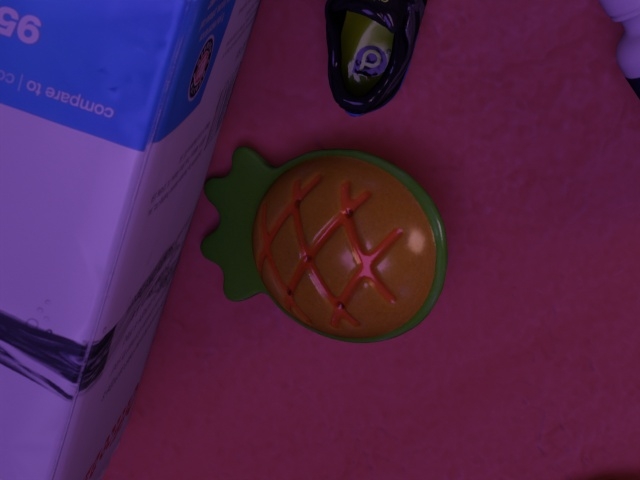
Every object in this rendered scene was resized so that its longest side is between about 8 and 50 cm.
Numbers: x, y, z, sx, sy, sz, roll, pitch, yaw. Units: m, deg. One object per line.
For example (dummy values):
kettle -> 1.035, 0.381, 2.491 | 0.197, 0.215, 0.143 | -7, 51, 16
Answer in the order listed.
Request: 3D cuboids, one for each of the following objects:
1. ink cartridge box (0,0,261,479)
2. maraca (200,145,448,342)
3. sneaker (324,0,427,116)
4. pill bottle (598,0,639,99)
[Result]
ink cartridge box -> -0.171, -0.021, 1.207 | 0.166, 0.285, 0.394 | 19, 110, 2
maraca -> 0.000, 0.000, 1.296 | 0.186, 0.099, 0.127 | 12, 101, 30
sneaker -> 0.042, -0.165, 1.239 | 0.067, 0.078, 0.188 | 12, 108, 4
pill bottle -> 0.242, -0.105, 1.225 | 0.094, 0.094, 0.169 | -32, 102, 16
